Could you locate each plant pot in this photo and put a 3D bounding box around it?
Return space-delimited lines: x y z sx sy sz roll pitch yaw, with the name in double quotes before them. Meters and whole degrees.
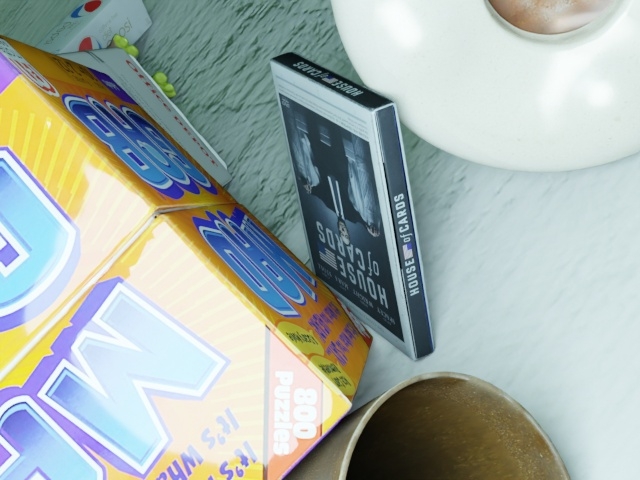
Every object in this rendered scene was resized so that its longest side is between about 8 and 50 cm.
"plant pot" 0.032 0.226 0.887 0.230 0.215 0.215 -29 41 49

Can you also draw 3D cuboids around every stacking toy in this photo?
"stacking toy" 0.191 -0.312 1.112 0.351 0.350 0.480 -34 24 22

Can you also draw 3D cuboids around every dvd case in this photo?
"dvd case" 0.027 -0.032 1.074 0.030 0.238 0.179 -23 30 -21

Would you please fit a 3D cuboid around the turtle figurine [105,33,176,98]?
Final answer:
"turtle figurine" -0.288 -0.143 1.557 0.217 0.269 0.087 -46 -9 -21

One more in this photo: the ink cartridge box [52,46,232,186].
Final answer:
"ink cartridge box" -0.225 -0.087 1.291 0.117 0.207 0.283 -40 3 14

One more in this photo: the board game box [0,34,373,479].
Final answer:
"board game box" -0.211 0.098 0.971 0.356 0.356 0.356 -46 -2 5

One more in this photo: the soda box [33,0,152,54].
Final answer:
"soda box" -0.320 -0.268 1.681 0.069 0.074 0.216 -1 39 32

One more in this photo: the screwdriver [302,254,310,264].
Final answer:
"screwdriver" 0.000 0.000 1.229 0.170 0.025 0.024 -45 37 9
